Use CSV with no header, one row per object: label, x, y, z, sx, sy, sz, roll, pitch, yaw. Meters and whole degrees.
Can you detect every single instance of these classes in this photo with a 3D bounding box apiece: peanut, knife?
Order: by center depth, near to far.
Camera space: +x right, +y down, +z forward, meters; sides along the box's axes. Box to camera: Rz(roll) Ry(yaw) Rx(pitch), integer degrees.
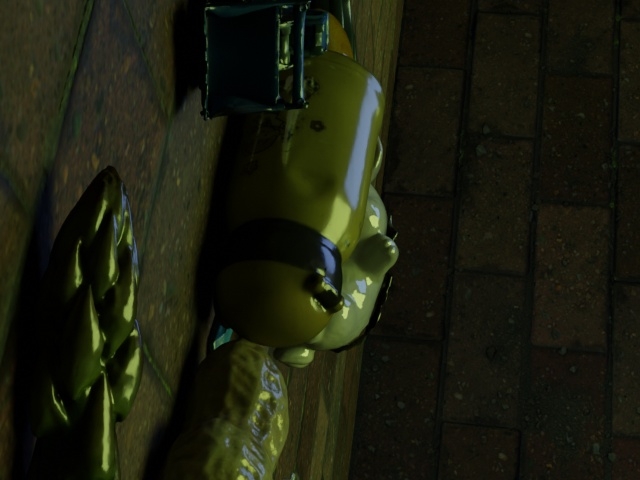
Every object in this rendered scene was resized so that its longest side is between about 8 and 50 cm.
peanut,-0.097,0.216,1.189,0.298,0.120,0.136,-80,177,-53
knife,-0.098,0.036,1.451,0.297,0.026,0.044,-73,163,-49

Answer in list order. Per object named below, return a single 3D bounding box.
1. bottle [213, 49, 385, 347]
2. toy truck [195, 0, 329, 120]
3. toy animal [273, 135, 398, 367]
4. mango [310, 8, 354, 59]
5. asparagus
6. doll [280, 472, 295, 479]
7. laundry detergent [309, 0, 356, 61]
bottle,-0.032,-0.043,1.361,0.172,0.171,0.351,85,14,-55
toy truck,-0.060,-0.199,1.174,0.208,0.126,0.113,-70,163,-63
toy animal,0.005,0.002,1.575,0.154,0.208,0.325,37,41,-45
mango,-0.004,-0.215,1.680,0.136,0.099,0.228,-150,-120,-68
asparagus,-0.159,0.092,0.783,0.080,0.080,0.287,17,81,-83
doll,-0.067,0.462,1.863,0.114,0.057,0.227,81,17,-48
laundry detergent,0.018,-0.351,1.845,0.144,0.078,0.222,-121,-151,-78
